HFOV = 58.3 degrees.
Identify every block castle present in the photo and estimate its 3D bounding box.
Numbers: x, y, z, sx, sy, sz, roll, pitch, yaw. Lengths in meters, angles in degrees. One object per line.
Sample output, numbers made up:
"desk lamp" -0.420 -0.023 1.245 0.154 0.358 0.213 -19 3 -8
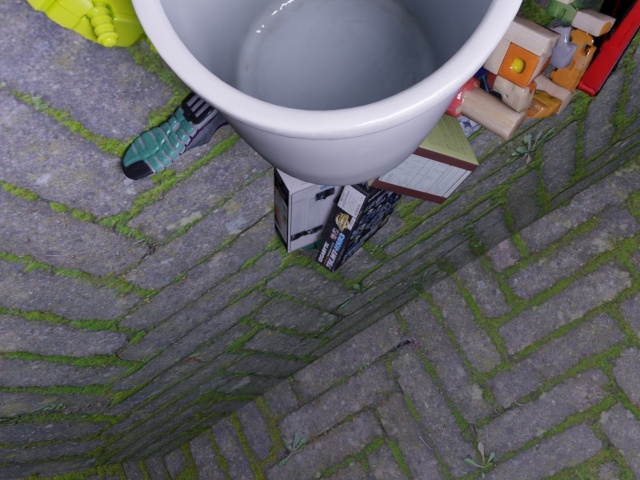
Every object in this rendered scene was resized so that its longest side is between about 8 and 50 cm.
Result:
"block castle" 0.356 -0.415 0.940 0.303 0.213 0.453 -28 146 -40

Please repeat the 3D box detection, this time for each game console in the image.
"game console" 0.616 -0.503 1.101 0.342 0.060 0.387 84 30 -73

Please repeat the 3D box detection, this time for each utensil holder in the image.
"utensil holder" 0.015 -0.233 0.631 0.327 0.328 0.385 -30 175 1

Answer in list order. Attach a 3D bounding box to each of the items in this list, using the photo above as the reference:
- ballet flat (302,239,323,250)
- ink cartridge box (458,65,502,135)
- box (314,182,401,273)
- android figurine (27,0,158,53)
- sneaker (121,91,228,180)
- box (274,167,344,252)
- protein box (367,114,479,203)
"ballet flat" 0.000 0.000 1.631 0.052 0.057 0.168 -25 -164 -33
"ink cartridge box" 0.358 -0.350 1.353 0.206 0.045 0.208 -33 138 6
"box" 0.128 -0.093 1.478 0.295 0.073 0.293 -39 162 -40
"android figurine" -0.231 -0.305 0.557 0.056 0.273 0.248 -26 173 33
"sneaker" -0.252 -0.175 1.043 0.223 0.083 0.098 -35 160 11
"box" -0.023 -0.098 1.435 0.169 0.087 0.290 -22 155 -16
"protein box" 0.199 -0.212 1.257 0.201 0.200 0.136 11 138 -28
